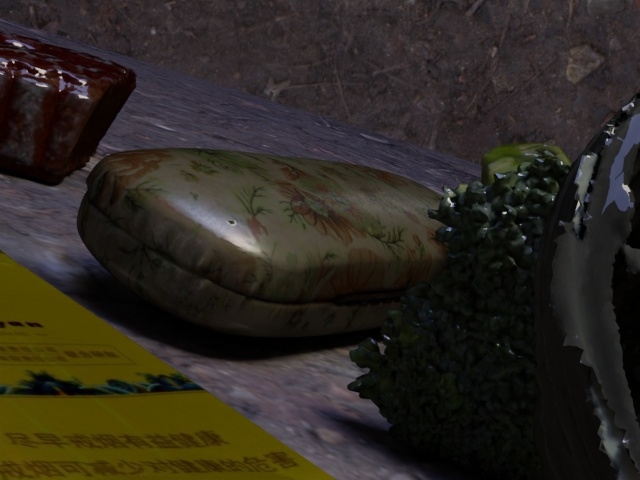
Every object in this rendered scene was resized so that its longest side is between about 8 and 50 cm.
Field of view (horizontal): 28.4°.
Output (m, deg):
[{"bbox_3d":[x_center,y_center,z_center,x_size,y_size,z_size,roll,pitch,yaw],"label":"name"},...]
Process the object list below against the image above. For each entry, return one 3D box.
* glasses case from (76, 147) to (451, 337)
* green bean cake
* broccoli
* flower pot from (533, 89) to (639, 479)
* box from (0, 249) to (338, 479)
[{"bbox_3d":[0.000,0.000,0.892,0.156,0.098,0.425,30,14,25],"label":"glasses case"},{"bbox_3d":[-0.250,-0.121,1.109,0.198,0.097,0.232,15,10,-19],"label":"green bean cake"},{"bbox_3d":[0.177,0.012,0.764,0.252,0.221,0.361,-16,16,22],"label":"broccoli"},{"bbox_3d":[0.161,0.058,0.415,0.235,0.236,0.140,17,-31,-6],"label":"flower pot"},{"bbox_3d":[-0.128,0.059,0.510,0.279,0.041,0.153,26,13,41],"label":"box"}]
